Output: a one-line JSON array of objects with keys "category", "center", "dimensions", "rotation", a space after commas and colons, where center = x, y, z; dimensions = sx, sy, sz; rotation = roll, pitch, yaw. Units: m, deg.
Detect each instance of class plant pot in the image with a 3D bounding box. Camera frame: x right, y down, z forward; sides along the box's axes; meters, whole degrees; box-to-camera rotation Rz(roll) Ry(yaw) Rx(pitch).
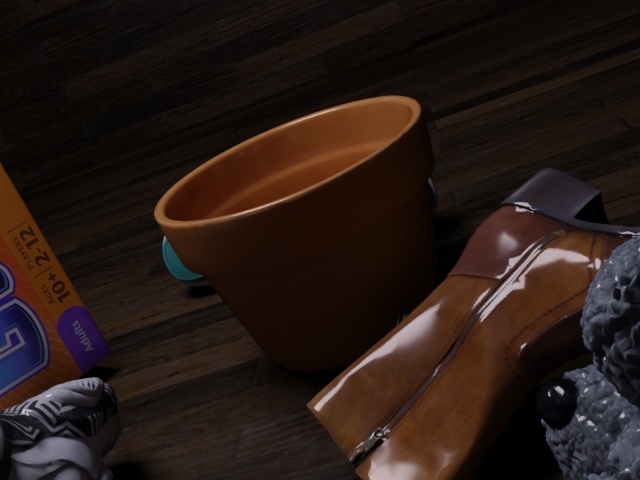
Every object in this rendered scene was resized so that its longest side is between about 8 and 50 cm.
[{"category": "plant pot", "center": [0.000, 0.000, 0.858], "dimensions": [0.290, 0.204, 0.291], "rotation": [-20, 19, 7]}]

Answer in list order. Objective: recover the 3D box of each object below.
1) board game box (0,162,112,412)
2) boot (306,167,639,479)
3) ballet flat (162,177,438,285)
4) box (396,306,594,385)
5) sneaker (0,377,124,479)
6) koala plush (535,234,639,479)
[{"category": "board game box", "center": [-0.550, 0.090, 0.963], "dimensions": [0.356, 0.356, 0.356], "rotation": [-7, 25, 45]}, {"category": "boot", "center": [0.148, 0.093, 0.565], "dimensions": [0.280, 0.096, 0.264], "rotation": [-45, 46, -8]}, {"category": "ballet flat", "center": [-0.027, -0.033, 1.109], "dimensions": [0.400, 0.139, 0.139], "rotation": [-15, 21, 22]}, {"category": "box", "center": [0.179, 0.076, 0.686], "dimensions": [0.232, 0.058, 0.087], "rotation": [-15, 22, 19]}, {"category": "sneaker", "center": [-0.228, 0.227, 0.615], "dimensions": [0.137, 0.210, 0.366], "rotation": [-21, -9, 4]}, {"category": "koala plush", "center": [0.179, 0.114, 0.389], "dimensions": [0.203, 0.196, 0.221], "rotation": [21, 3, 4]}]
